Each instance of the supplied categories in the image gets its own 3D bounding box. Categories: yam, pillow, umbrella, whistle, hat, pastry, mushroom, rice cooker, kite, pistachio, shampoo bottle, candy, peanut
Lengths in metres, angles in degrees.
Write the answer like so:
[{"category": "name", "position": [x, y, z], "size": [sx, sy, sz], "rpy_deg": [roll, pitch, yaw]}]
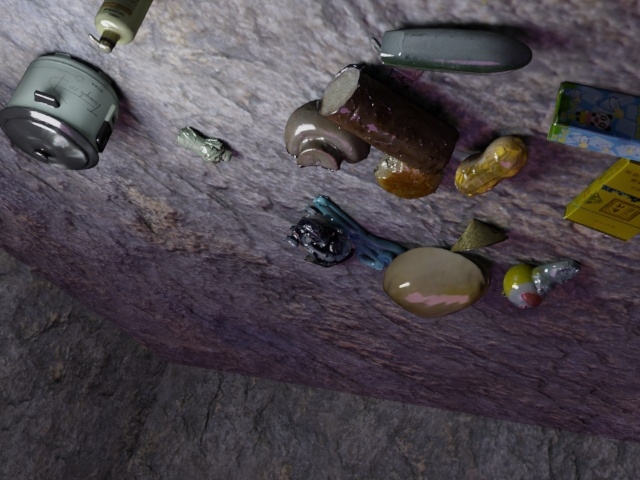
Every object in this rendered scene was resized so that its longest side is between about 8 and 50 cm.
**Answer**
[{"category": "yam", "position": [0.139, -0.231, 1.566], "size": [0.279, 0.131, 0.131], "rpy_deg": [27, 155, -22]}, {"category": "pillow", "position": [0.027, 0.047, 2.336], "size": [0.090, 0.048, 0.150], "rpy_deg": [32, 150, -19]}, {"category": "umbrella", "position": [-0.285, -0.231, 1.957], "size": [0.143, 0.062, 0.067], "rpy_deg": [24, 125, -10]}, {"category": "whistle", "position": [0.555, 0.109, 2.029], "size": [0.223, 0.123, 0.123], "rpy_deg": [-26, 133, 38]}, {"category": "hat", "position": [0.377, -0.021, 1.934], "size": [0.145, 0.067, 0.146], "rpy_deg": [-14, -176, 1]}, {"category": "pastry", "position": [0.195, -0.149, 1.753], "size": [0.153, 0.081, 0.153], "rpy_deg": [16, 152, 9]}, {"category": "mushroom", "position": [0.009, -0.231, 1.654], "size": [0.188, 0.141, 0.117], "rpy_deg": [6, 132, 20]}, {"category": "rice cooker", "position": [-0.604, -0.284, 1.851], "size": [0.241, 0.227, 0.280], "rpy_deg": [20, 156, -4]}, {"category": "kite", "position": [0.136, -0.329, 1.500], "size": [0.137, 0.005, 0.152], "rpy_deg": [4, 153, 30]}, {"category": "pistachio", "position": [0.309, 0.106, 2.137], "size": [0.287, 0.197, 0.166], "rpy_deg": [-9, -169, 16]}, {"category": "shampoo bottle", "position": [-0.370, -0.416, 1.480], "size": [0.079, 0.162, 0.079], "rpy_deg": [15, 157, 7]}, {"category": "candy", "position": [0.504, -0.205, 1.392], "size": [0.194, 0.097, 0.062], "rpy_deg": [15, 155, 9]}, {"category": "peanut", "position": [0.347, -0.151, 1.639], "size": [0.087, 0.087, 0.206], "rpy_deg": [25, 153, -15]}]

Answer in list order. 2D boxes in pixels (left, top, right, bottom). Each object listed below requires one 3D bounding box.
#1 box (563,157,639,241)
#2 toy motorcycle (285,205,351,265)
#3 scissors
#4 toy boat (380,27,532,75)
[{"category": "box", "position": [0.630, -0.087, 1.632], "size": [0.153, 0.041, 0.279], "rpy_deg": [18, 156, -3]}, {"category": "toy motorcycle", "position": [0.000, 0.000, 2.145], "size": [0.173, 0.108, 0.307], "rpy_deg": [34, 174, -6]}, {"category": "scissors", "position": [0.109, -0.010, 2.175], "size": [0.180, 0.032, 0.393], "rpy_deg": [-5, 147, 41]}, {"category": "toy boat", "position": [0.232, -0.322, 1.367], "size": [0.260, 0.078, 0.085], "rpy_deg": [9, 179, 24]}]
